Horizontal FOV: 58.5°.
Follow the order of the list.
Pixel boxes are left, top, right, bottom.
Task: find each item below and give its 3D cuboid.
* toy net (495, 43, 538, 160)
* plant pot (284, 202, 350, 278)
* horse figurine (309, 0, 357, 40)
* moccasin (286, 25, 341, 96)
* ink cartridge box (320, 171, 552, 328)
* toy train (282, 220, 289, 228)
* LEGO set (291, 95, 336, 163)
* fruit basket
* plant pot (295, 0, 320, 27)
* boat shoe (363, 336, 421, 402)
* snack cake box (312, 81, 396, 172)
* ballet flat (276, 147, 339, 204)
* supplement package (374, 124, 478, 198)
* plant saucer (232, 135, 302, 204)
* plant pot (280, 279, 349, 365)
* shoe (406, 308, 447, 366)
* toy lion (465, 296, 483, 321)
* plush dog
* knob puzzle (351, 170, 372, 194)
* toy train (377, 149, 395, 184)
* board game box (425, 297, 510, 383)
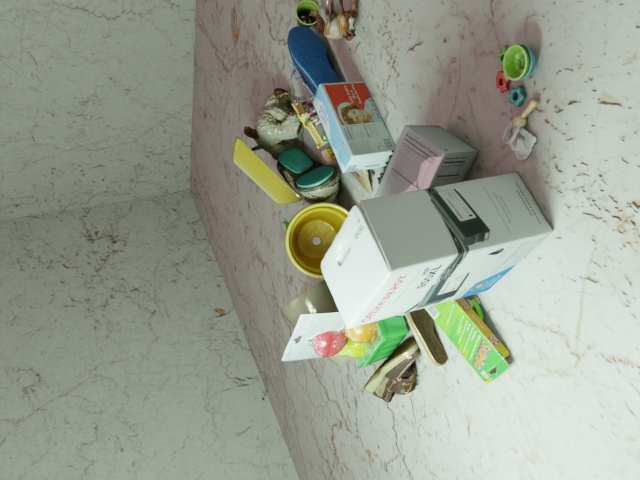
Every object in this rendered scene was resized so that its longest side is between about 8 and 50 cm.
[{"bbox_3d":[0.390,-0.279,1.168,0.122,0.045,0.232,30,128,60],"label":"toy net"},{"bbox_3d":[0.000,0.000,1.970,0.239,0.254,0.253,180,79,-84],"label":"plant pot"},{"bbox_3d":[0.052,-0.675,1.732,0.263,0.066,0.174,12,106,63],"label":"horse figurine"},{"bbox_3d":[-0.027,-0.546,1.881,0.117,0.138,0.341,106,145,-68],"label":"moccasin"},{"bbox_3d":[0.234,0.024,1.225,0.285,0.395,0.166,115,137,-56],"label":"ink cartridge box"},{"bbox_3d":[-0.144,-0.061,2.526,0.083,0.024,0.017,52,145,46],"label":"toy train"},{"bbox_3d":[-0.003,-0.415,1.985,0.286,0.107,0.132,61,-173,25],"label":"LEGO set"},{"bbox_3d":[0.074,0.283,1.783,0.327,0.354,0.165,110,158,-52],"label":"fruit basket"},{"bbox_3d":[-0.048,-0.750,1.920,0.079,0.084,0.083,166,92,-78],"label":"plant pot"},{"bbox_3d":[0.250,0.415,1.771,0.123,0.123,0.342,40,138,10],"label":"boat shoe"},{"bbox_3d":[0.097,-0.337,1.677,0.264,0.152,0.089,69,155,21],"label":"snack cake box"},{"bbox_3d":[-0.027,-0.205,2.067,0.182,0.164,0.483,65,170,-27],"label":"ballet flat"},{"bbox_3d":[0.243,-0.138,1.370,0.139,0.134,0.244,45,128,34],"label":"supplement package"},{"bbox_3d":[-0.227,-0.250,2.225,0.333,0.081,0.333,44,179,-9],"label":"plant saucer"},{"bbox_3d":[0.038,0.298,2.049,0.274,0.257,0.256,56,152,10],"label":"plant pot"},{"bbox_3d":[0.287,0.256,1.622,0.058,0.077,0.218,-45,62,57],"label":"shoe"},{"bbox_3d":[0.380,0.199,1.446,0.096,0.034,0.100,65,154,11],"label":"toy lion"},{"bbox_3d":[-0.187,-0.477,2.259,0.262,0.211,0.225,123,157,-57],"label":"plush dog"},{"bbox_3d":[0.107,-0.262,1.790,0.213,0.030,0.213,59,174,11],"label":"knob puzzle"},{"bbox_3d":[0.203,-0.211,1.641,0.158,0.036,0.027,115,151,-56],"label":"toy train"},{"bbox_3d":[0.364,0.227,1.427,0.259,0.039,0.124,55,151,22],"label":"board game box"}]
